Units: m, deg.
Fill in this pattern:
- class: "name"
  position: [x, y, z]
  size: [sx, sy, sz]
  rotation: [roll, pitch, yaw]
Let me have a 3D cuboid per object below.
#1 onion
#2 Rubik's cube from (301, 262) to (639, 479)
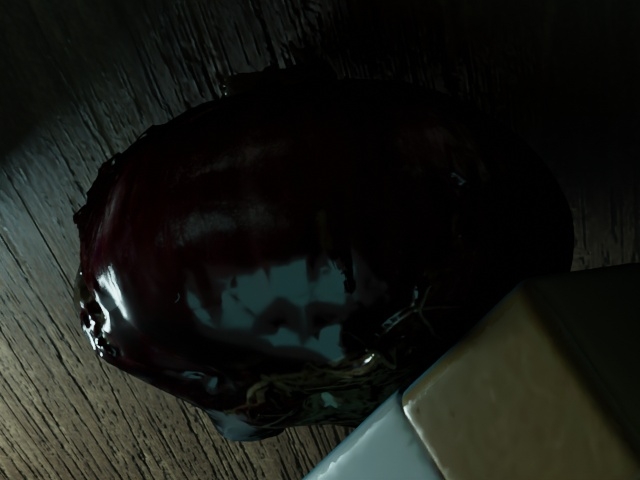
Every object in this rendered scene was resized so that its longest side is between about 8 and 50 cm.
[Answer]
- class: "onion"
  position: [0.000, 0.000, 0.779]
  size: [0.314, 0.232, 0.314]
  rotation: [-5, 159, -2]
- class: "Rubik's cube"
  position: [0.201, 0.237, 0.746]
  size: [0.347, 0.347, 0.344]
  rotation: [-2, 143, -45]
